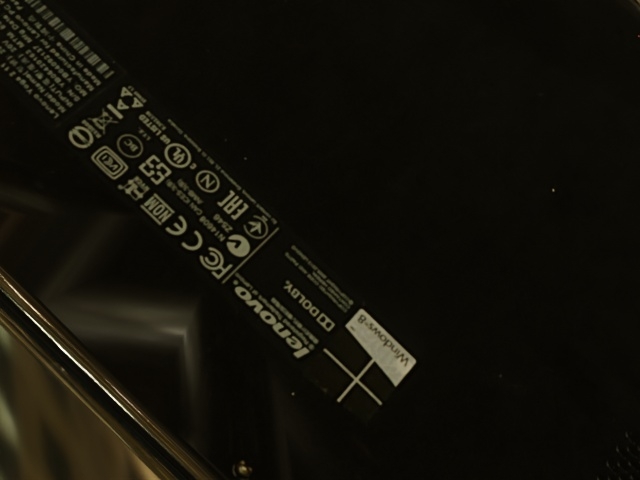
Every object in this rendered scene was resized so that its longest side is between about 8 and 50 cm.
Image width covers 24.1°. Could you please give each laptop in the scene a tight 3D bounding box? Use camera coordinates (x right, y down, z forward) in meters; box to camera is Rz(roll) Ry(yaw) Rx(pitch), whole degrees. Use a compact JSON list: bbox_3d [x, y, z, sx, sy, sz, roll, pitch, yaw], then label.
[{"bbox_3d":[-0.086,0.041,0.482,0.408,0.382,0.236,-46,0,-39],"label":"laptop"}]
